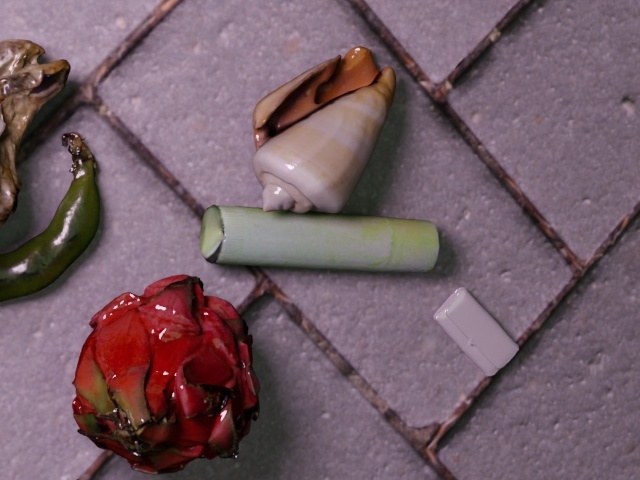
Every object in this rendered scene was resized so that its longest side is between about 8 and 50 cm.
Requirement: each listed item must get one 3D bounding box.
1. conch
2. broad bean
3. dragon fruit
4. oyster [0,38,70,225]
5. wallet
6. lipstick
[{"bbox_3d":[0.000,-0.121,1.901,0.158,0.127,0.255,39,54,11],"label":"conch"},{"bbox_3d":[-0.367,0.001,1.781,0.292,0.049,0.144,-32,99,-18],"label":"broad bean"},{"bbox_3d":[-0.185,0.158,1.760,0.234,0.293,0.233,1,94,11],"label":"dragon fruit"},{"bbox_3d":[-0.407,-0.093,1.698,0.133,0.198,0.337,66,45,-62],"label":"oyster"},{"bbox_3d":[0.207,0.122,2.054,0.061,0.025,0.122,-46,111,-6],"label":"wallet"},{"bbox_3d":[0.000,0.000,1.922,0.304,0.076,0.076,3,95,-23],"label":"lipstick"}]
